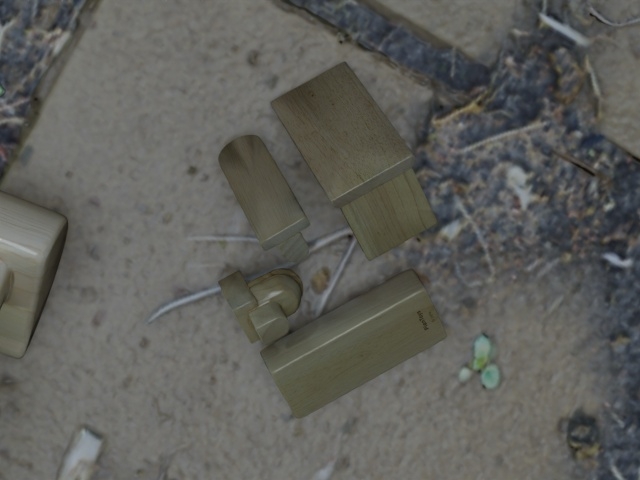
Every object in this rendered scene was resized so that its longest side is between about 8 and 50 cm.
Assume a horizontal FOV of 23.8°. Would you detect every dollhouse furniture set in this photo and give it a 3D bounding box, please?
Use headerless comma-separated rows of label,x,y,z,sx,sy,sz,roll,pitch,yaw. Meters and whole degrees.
dollhouse furniture set,0.000,0.000,1.003,0.144,0.123,0.151,-29,130,-1

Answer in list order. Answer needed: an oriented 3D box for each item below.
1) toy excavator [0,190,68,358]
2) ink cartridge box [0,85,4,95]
toy excavator,-0.277,0.235,0.886,0.222,0.433,0.445,22,120,-5
ink cartridge box,-0.317,-0.071,0.959,0.209,0.062,0.109,-38,95,-1
